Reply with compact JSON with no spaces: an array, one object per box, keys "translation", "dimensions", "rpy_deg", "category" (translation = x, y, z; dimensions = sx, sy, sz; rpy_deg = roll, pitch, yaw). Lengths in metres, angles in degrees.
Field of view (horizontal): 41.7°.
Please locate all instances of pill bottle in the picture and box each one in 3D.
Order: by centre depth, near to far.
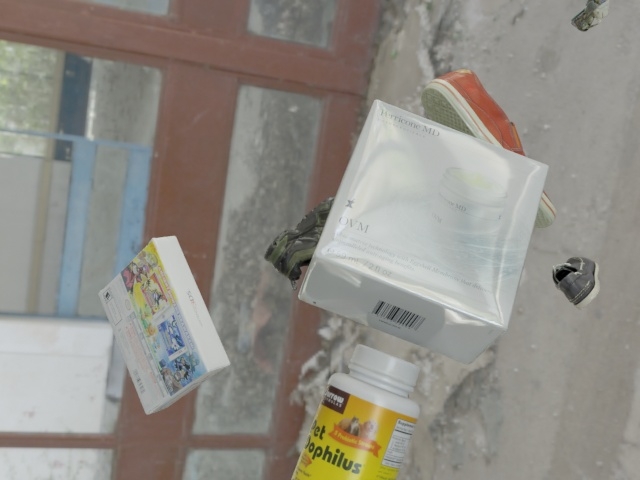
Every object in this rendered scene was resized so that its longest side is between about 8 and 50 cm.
[{"translation":[0.045,0.239,1.009],"dimensions":[0.214,0.117,0.117],"rpy_deg":[-69,18,-7],"category":"pill bottle"}]

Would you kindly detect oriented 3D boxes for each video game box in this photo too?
[{"translation":[-0.231,0.124,1.213],"dimensions":[0.187,0.048,0.205],"rpy_deg":[-38,72,44],"category":"video game box"}]

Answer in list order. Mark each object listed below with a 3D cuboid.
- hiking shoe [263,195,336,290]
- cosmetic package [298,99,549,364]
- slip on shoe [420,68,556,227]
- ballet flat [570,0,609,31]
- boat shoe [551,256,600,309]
[{"translation":[0.000,0.000,1.667],"dimensions":[0.114,0.227,0.086],"rpy_deg":[51,164,3],"category":"hiking shoe"},{"translation":[0.121,-0.010,0.992],"dimensions":[0.138,0.224,0.224],"rpy_deg":[111,180,-63],"category":"cosmetic package"},{"translation":[0.310,-0.161,1.466],"dimensions":[0.331,0.101,0.123],"rpy_deg":[51,158,-7],"category":"slip on shoe"},{"translation":[0.435,-0.363,1.327],"dimensions":[0.114,0.041,0.041],"rpy_deg":[114,158,-76],"category":"ballet flat"},{"translation":[0.451,0.059,1.504],"dimensions":[0.075,0.065,0.206],"rpy_deg":[-50,1,18],"category":"boat shoe"}]
